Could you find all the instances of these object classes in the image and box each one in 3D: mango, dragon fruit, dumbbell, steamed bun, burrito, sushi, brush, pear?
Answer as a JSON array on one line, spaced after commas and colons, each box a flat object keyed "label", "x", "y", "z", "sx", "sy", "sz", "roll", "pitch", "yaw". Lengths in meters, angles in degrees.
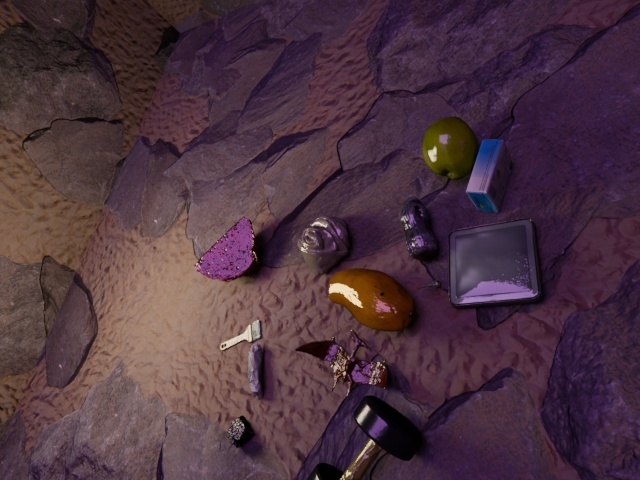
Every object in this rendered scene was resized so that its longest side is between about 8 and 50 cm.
[{"label": "mango", "x": 0.167, "y": 0.188, "z": 1.547, "sx": 0.359, "sy": 0.144, "sz": 0.187, "roll": 31, "pitch": 83, "yaw": 45}, {"label": "dragon fruit", "x": -0.361, "y": 0.082, "z": 2.005, "sx": 0.317, "sy": 0.152, "sz": 0.205, "roll": -43, "pitch": 68, "yaw": -2}, {"label": "dumbbell", "x": 0.121, "y": 0.628, "z": 1.300, "sx": 0.203, "sy": 0.203, "sz": 0.323, "roll": 33, "pitch": 88, "yaw": 42}, {"label": "steamed bun", "x": -0.001, "y": -0.002, "z": 1.769, "sx": 0.218, "sy": 0.144, "sz": 0.211, "roll": -35, "pitch": 50, "yaw": 15}, {"label": "burrito", "x": -0.247, "y": 0.491, "z": 1.740, "sx": 0.064, "sy": 0.064, "sz": 0.203, "roll": -21, "pitch": 56, "yaw": 26}, {"label": "sushi", "x": -0.298, "y": 0.697, "z": 1.668, "sx": 0.085, "sy": 0.056, "sz": 0.083, "roll": -45, "pitch": 48, "yaw": 6}, {"label": "brush", "x": -0.331, "y": 0.401, "z": 1.883, "sx": 0.218, "sy": 0.010, "sz": 0.083, "roll": -28, "pitch": 53, "yaw": 22}, {"label": "pear", "x": 0.449, "y": -0.316, "z": 1.598, "sx": 0.187, "sy": 0.187, "sz": 0.220, "roll": -10, "pitch": 81, "yaw": 32}]

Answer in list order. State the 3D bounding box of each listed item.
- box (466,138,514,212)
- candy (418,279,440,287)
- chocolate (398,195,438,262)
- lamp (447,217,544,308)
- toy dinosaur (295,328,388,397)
[{"label": "box", "x": 0.550, "y": -0.207, "z": 1.481, "sx": 0.073, "sy": 0.139, "sz": 0.194, "roll": 10, "pitch": 72, "yaw": 40}, {"label": "candy", "x": 0.357, "y": 0.150, "z": 1.512, "sx": 0.083, "sy": 0.023, "sz": 0.025, "roll": -20, "pitch": 71, "yaw": 34}, {"label": "chocolate", "x": 0.333, "y": -0.038, "z": 1.576, "sx": 0.110, "sy": 0.110, "sz": 0.248, "roll": -22, "pitch": 55, "yaw": 25}, {"label": "lamp", "x": 0.528, "y": 0.071, "z": 1.410, "sx": 0.269, "sy": 0.047, "sz": 0.267, "roll": -10, "pitch": 61, "yaw": 32}, {"label": "toy dinosaur", "x": 0.089, "y": 0.412, "z": 1.504, "sx": 0.206, "sy": 0.113, "sz": 0.327, "roll": -47, "pitch": 50, "yaw": 5}]
